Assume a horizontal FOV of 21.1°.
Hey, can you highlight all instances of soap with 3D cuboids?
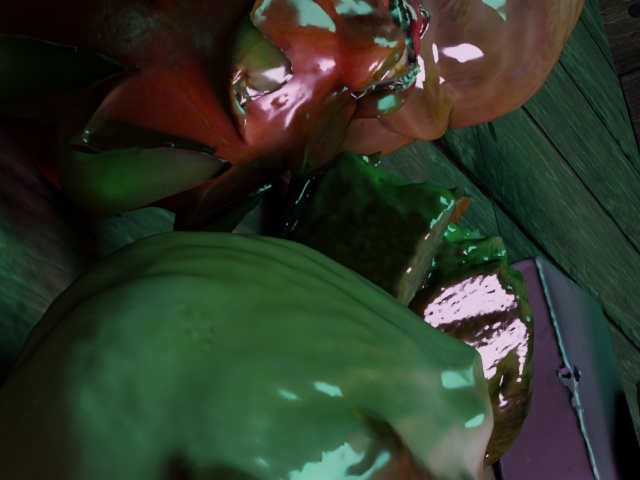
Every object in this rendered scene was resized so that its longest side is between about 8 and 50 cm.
[{"bbox_3d":[0.252,0.185,1.762,0.285,0.107,0.296,31,45,-64],"label":"soap"}]

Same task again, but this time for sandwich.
[{"bbox_3d":[0.047,0.076,1.029,0.301,0.162,0.250,-36,149,-78],"label":"sandwich"}]

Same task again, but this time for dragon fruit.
[{"bbox_3d":[-0.068,-0.110,0.940,0.224,0.227,0.224,44,33,-40],"label":"dragon fruit"}]

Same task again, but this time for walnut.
[{"bbox_3d":[0.015,-0.224,1.151,0.306,0.306,0.344,-68,136,-64],"label":"walnut"}]

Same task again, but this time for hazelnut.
[{"bbox_3d":[-0.034,0.110,0.782,0.261,0.241,0.261,57,6,-9],"label":"hazelnut"}]

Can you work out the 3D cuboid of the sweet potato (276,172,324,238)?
[{"bbox_3d":[0.000,0.000,1.271,0.077,0.077,0.244,54,15,-44],"label":"sweet potato"}]

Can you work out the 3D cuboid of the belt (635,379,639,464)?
[{"bbox_3d":[0.408,0.230,1.754,0.289,0.164,0.184,-59,138,-69],"label":"belt"}]
